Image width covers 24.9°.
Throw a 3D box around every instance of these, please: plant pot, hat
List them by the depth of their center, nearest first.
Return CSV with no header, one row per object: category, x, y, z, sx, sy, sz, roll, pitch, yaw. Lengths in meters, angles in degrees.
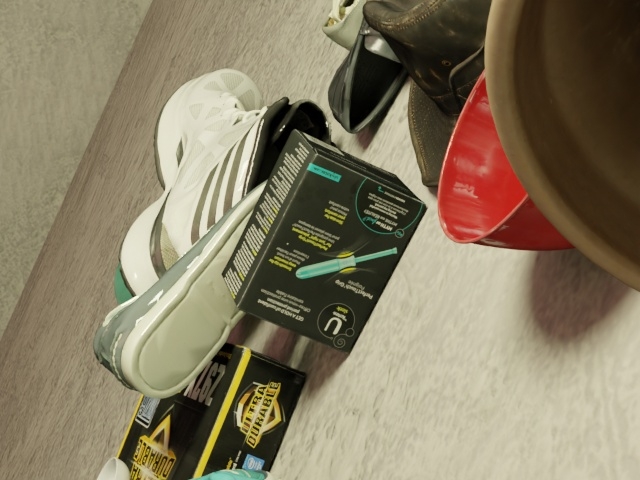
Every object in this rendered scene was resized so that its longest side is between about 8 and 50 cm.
plant pot,0.234,-0.122,0.702,0.263,0.263,0.229,-49,7,42
hat,0.118,-0.204,1.264,0.331,0.134,0.331,-54,22,34

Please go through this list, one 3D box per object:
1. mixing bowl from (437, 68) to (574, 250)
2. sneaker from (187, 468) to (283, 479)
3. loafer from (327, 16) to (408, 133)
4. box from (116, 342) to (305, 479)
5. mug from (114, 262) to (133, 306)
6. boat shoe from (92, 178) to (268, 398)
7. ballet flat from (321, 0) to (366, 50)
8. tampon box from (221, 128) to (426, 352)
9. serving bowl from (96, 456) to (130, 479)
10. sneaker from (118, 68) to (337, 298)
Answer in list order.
mixing bowl,0.168,-0.062,0.994,0.181,0.098,0.181,-54,21,32
sneaker,-0.156,0.266,1.314,0.275,0.110,0.107,-28,60,24
loafer,0.075,-0.209,1.494,0.223,0.076,0.078,-62,23,28
box,-0.141,0.232,1.540,0.257,0.079,0.322,-67,18,-7
mug,-0.175,0.034,1.800,0.097,0.129,0.158,-37,34,55
boat shoe,-0.101,0.025,1.457,0.099,0.116,0.319,13,51,48
ballet flat,0.065,-0.322,1.668,0.213,0.068,0.072,-65,18,3
tampon box,0.000,0.000,1.356,0.161,0.120,0.101,-62,19,10
serving bowl,-0.223,0.275,1.550,0.083,0.027,0.083,-55,21,33
sneaker,-0.069,-0.102,1.714,0.257,0.169,0.447,-33,27,28
